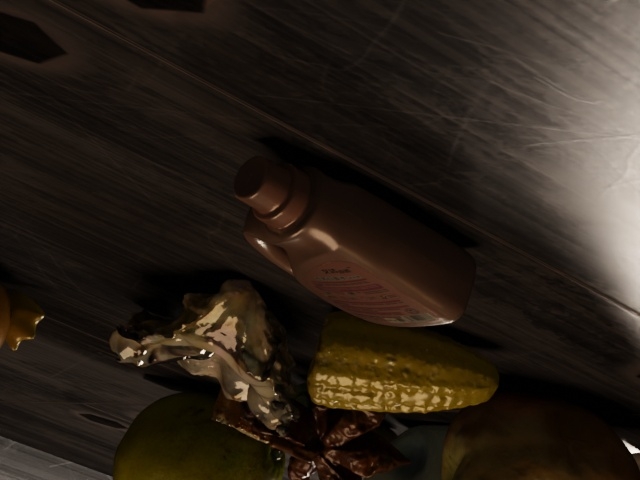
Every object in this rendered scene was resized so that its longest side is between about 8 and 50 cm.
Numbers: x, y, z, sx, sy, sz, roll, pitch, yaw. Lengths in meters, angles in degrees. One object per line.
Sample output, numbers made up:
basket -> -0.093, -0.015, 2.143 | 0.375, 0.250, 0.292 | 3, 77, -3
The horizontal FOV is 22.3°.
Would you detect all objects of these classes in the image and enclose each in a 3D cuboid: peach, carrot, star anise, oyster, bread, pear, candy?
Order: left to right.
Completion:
pear -> -0.178, 0.327, 2.393 | 0.269, 0.212, 0.212 | -12, 154, 20
oyster -> -0.119, 0.124, 1.854 | 0.238, 0.115, 0.351 | 25, 159, 1
bread -> -0.096, 0.232, 2.224 | 0.076, 0.070, 0.083 | 28, 173, -34
star anise -> 0.006, 0.253, 2.029 | 0.212, 0.111, 0.196 | -2, 134, 6
carrot -> 0.044, 0.258, 2.213 | 0.078, 0.078, 0.298 | 5, 165, 33
candy -> 0.089, 0.133, 1.704 | 0.199, 0.094, 0.106 | 8, 127, 4
peach -> 0.252, 0.280, 1.835 | 0.235, 0.214, 0.214 | 8, 163, 5

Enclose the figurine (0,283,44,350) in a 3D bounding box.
figurine -> -0.473, 0.092, 1.973 | 0.215, 0.215, 0.228 | 14, -173, 9

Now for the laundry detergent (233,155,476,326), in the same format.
laundry detergent -> 0.000, 0.000, 1.373 | 0.237, 0.076, 0.171 | 29, 160, -36

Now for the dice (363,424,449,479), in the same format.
dice -> 0.212, 0.411, 2.190 | 0.264, 0.268, 0.262 | 1, 158, 44

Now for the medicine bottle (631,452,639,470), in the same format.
medicine bottle -> 0.488, 0.381, 2.071 | 0.130, 0.130, 0.341 | -1, 157, 45
